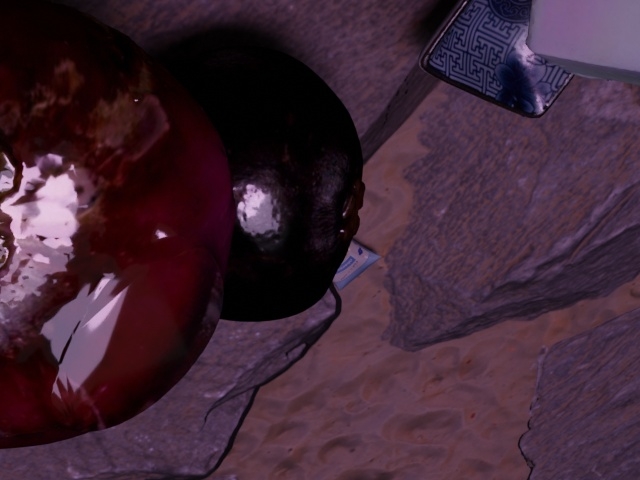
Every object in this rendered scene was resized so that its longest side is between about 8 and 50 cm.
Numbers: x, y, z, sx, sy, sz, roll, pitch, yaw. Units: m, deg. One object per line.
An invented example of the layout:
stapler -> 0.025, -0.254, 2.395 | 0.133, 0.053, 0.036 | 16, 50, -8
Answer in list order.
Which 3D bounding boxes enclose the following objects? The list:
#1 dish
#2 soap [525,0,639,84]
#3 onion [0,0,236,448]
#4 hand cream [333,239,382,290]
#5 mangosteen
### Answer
dish -> 0.216, -0.259, 1.555 | 0.182, 0.080, 0.243 | 19, 119, -35
soap -> 0.311, -0.362, 1.336 | 0.261, 0.156, 0.446 | 2, 102, -67
onion -> -0.281, -0.030, 1.287 | 0.398, 0.420, 0.398 | -5, 109, -14
hand cream -> 0.000, 0.000, 1.707 | 0.065, 0.043, 0.170 | -39, 137, 12
mangosteen -> -0.108, -0.060, 1.488 | 0.302, 0.275, 0.275 | 10, 131, 10
